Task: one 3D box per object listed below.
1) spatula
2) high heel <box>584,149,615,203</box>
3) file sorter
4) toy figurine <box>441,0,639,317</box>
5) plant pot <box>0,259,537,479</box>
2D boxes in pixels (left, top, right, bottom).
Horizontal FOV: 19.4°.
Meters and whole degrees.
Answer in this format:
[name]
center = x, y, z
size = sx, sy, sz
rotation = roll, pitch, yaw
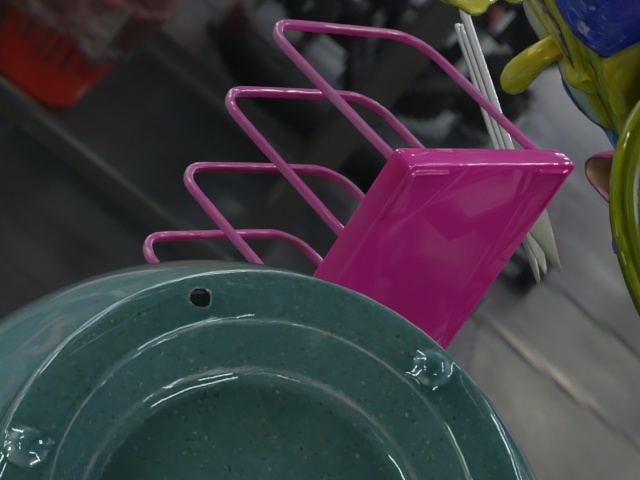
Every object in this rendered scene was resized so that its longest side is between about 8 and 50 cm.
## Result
[spatula]
center = 0.158, -0.083, 1.594
size = 0.168, 0.019, 0.242
rotation = 38, 35, -85
[high heel]
center = 0.317, 0.000, 1.528
size = 0.181, 0.127, 0.377
rotation = 4, 13, 2
[file sorter]
center = 0.000, 0.000, 1.392
size = 0.202, 0.291, 0.182
rotation = -3, 43, -50
[toy figurine]
center = 0.143, -0.086, 0.654
size = 0.363, 0.191, 0.217
rotation = 62, 5, 25
[plant pot]
center = -0.037, 0.125, 0.655
size = 0.293, 0.196, 0.293
rotation = 5, 64, -10
